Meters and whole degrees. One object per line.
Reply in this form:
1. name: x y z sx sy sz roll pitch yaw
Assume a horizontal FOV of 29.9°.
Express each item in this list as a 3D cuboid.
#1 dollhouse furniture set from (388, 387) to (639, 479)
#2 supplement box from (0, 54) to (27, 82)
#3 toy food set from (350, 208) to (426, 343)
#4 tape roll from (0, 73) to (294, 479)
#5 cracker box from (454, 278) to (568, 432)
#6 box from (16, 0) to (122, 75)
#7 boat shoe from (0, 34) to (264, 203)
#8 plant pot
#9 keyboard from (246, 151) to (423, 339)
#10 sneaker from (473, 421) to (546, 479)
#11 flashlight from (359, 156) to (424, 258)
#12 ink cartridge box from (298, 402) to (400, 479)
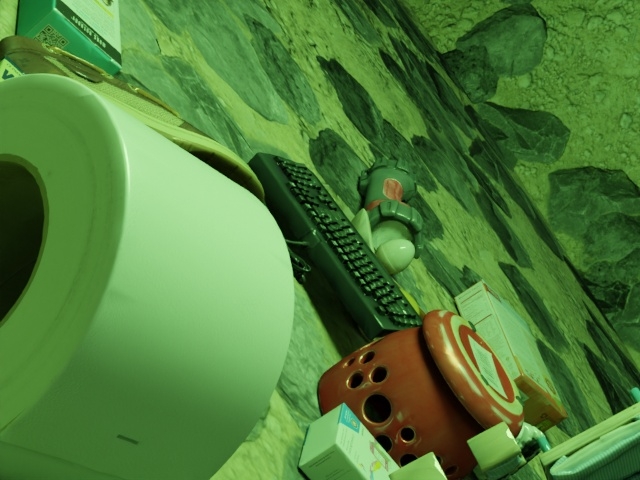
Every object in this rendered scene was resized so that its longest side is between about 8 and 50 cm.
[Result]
1. dollhouse furniture set: 0.265 0.286 1.166 0.198 0.303 0.286 62 -1 32
2. supplement box: -0.276 -0.095 0.993 0.056 0.083 0.083 46 17 -26
3. toy food set: 0.152 0.113 1.700 0.306 0.092 0.220 45 19 -26
4. tape roll: -0.162 0.037 0.769 0.169 0.246 0.246 34 26 -49
5. cracker box: 0.320 0.196 2.025 0.155 0.067 0.232 41 22 -37
6. box: -0.282 -0.267 1.347 0.100 0.060 0.244 42 21 -34
7. boat shoe: -0.187 -0.106 1.198 0.342 0.123 0.123 23 36 -48
8. plant pot: 0.118 0.182 1.349 0.191 0.174 0.191 45 19 -20
9. keyboard: 0.000 0.000 1.512 0.201 0.033 0.317 3 42 -48
10. sneaker: 0.205 0.246 1.583 0.292 0.110 0.118 30 20 -54
11. flashlight: 0.118 -0.054 1.912 0.103 0.103 0.304 49 19 -12
12. ink cartridge box: 0.039 0.242 1.227 0.122 0.052 0.088 52 17 -12
